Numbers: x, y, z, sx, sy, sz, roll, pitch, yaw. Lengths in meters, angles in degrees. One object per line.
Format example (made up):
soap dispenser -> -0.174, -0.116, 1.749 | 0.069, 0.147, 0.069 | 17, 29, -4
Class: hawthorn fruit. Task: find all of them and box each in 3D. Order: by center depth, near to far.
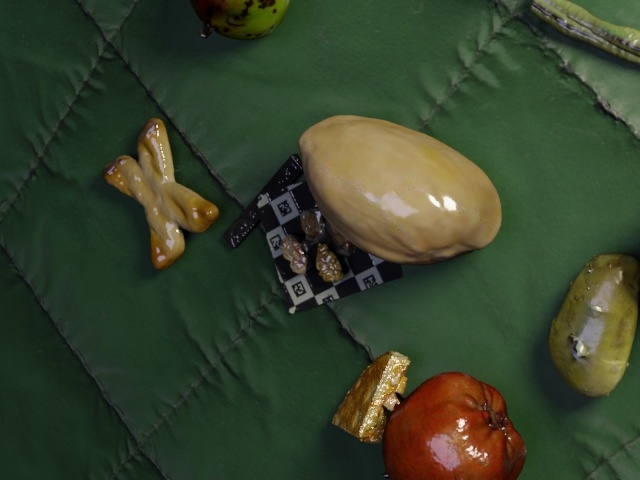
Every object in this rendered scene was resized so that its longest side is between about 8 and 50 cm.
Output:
hawthorn fruit -> 0.162, 0.277, 1.325 | 0.202, 0.185, 0.185 | -31, 80, 32

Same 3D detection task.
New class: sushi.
sushi -> 0.000, 0.000, 1.464 | 0.210, 0.040, 0.192 | -17, 90, 32

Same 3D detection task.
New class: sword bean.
sword bean -> 0.376, -0.238, 1.196 | 0.269, 0.038, 0.043 | 30, 137, 26

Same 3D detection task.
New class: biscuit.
biscuit -> -0.262, -0.077, 1.631 | 0.164, 0.047, 0.207 | -41, 74, 32

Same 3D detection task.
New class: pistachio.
pistachio -> 0.103, -0.064, 1.327 | 0.293, 0.162, 0.181 | 28, 81, 26

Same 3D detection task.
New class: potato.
potato -> 0.345, 0.102, 1.238 | 0.105, 0.085, 0.188 | 24, 105, 26

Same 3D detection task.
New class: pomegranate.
pomegranate -> -0.106, -0.391, 1.425 | 0.156, 0.156, 0.220 | 32, 109, 26

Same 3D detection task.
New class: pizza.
pizza -> 0.073, 0.239, 1.423 | 0.046, 0.134, 0.175 | 26, 136, -14

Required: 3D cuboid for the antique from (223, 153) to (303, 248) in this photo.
antique -> -0.088, -0.059, 1.538 | 0.031, 0.015, 0.192 | 52, 120, 16
